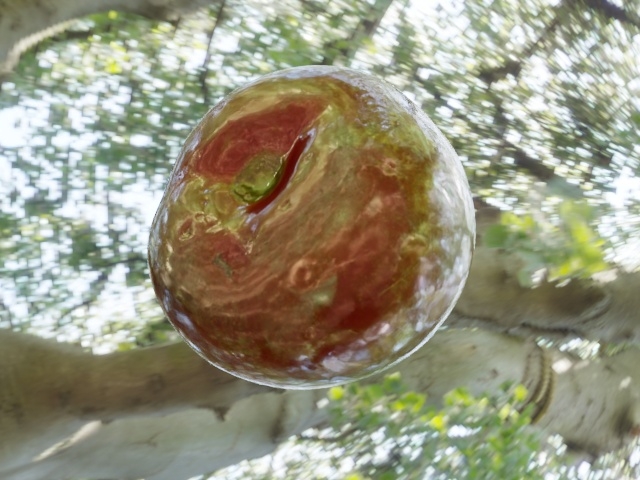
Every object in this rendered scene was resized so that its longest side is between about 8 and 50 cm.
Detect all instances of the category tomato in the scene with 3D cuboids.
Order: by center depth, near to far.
[{"bbox_3d":[0.000,0.000,1.199,0.270,0.222,0.270,-22,-132,27],"label":"tomato"}]
